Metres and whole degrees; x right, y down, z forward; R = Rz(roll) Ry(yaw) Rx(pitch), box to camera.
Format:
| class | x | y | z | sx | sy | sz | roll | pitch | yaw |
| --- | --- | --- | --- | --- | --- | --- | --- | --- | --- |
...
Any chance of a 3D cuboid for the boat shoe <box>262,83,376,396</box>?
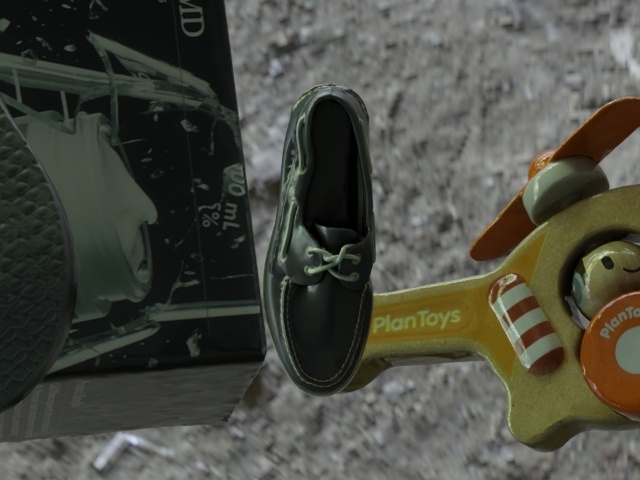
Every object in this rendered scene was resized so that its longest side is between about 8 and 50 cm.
| class | x | y | z | sx | sy | sz | roll | pitch | yaw |
| --- | --- | --- | --- | --- | --- | --- | --- | --- | --- |
| boat shoe | 0.000 | 0.000 | 1.264 | 0.075 | 0.065 | 0.206 | 3 | 90 | 0 |

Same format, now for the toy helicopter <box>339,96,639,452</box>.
| class | x | y | z | sx | sy | sz | roll | pitch | yaw |
| --- | --- | --- | --- | --- | --- | --- | --- | --- | --- |
| toy helicopter | 0.132 | 0.035 | 1.371 | 0.355 | 0.140 | 0.235 | -9 | 68 | 27 |

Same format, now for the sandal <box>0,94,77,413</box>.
| class | x | y | z | sx | sy | sz | roll | pitch | yaw |
| --- | --- | --- | --- | --- | --- | --- | --- | --- | --- |
| sandal | -0.176 | -0.030 | 0.941 | 0.097 | 0.054 | 0.254 | -18 | 65 | 0 |

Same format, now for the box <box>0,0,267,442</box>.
| class | x | y | z | sx | sy | sz | roll | pitch | yaw |
| --- | --- | --- | --- | --- | --- | --- | --- | --- | --- |
| box | -0.322 | -0.069 | 1.740 | 0.471 | 0.297 | 0.480 | -4 | 75 | -13 |
